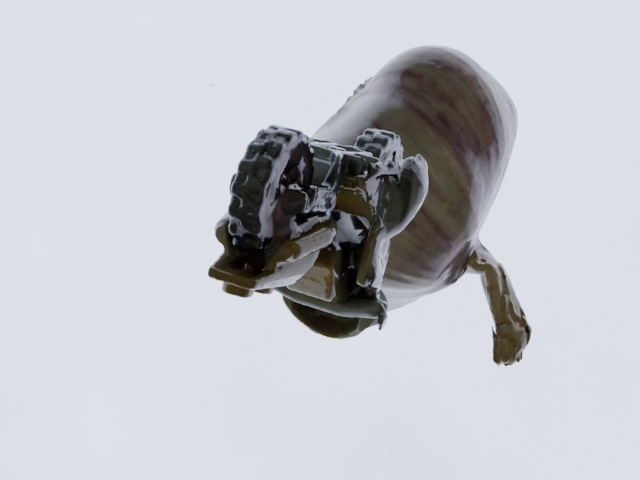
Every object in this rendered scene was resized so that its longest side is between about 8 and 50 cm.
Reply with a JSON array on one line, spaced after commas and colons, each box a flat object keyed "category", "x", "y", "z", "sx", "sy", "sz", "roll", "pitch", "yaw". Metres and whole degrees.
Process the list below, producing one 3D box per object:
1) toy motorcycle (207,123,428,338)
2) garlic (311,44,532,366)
[{"category": "toy motorcycle", "x": -0.001, "y": 0.000, "z": 0.950, "sx": 0.094, "sy": 0.229, "sz": 0.130, "roll": 19, "pitch": -81, "yaw": 19}, {"category": "garlic", "x": 0.089, "y": -0.006, "z": 1.340, "sx": 0.245, "sy": 0.245, "sz": 0.253, "roll": -41, "pitch": -90, "yaw": 1}]
